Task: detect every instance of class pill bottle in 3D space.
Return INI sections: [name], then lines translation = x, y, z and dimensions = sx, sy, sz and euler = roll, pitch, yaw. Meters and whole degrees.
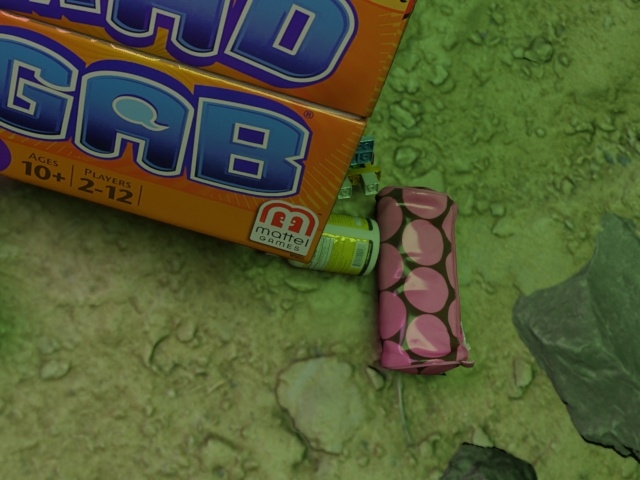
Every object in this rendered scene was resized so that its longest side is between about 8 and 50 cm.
[pill bottle]
translation = 0.000, 0.000, 1.076
dimensions = 0.116, 0.065, 0.065
euler = 9, 74, -17

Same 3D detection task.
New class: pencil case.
[pencil case]
translation = 0.111, 0.042, 1.091
dimensions = 0.098, 0.095, 0.209
euler = -5, 77, 12

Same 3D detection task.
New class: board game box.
[board game box]
translation = -0.108, -0.263, 0.867
dimensions = 0.356, 0.356, 0.357
euler = 16, 47, -6

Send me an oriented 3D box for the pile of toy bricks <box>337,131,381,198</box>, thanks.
[pile of toy bricks]
translation = -0.043, -0.105, 1.079
dimensions = 0.212, 0.118, 0.105
euler = -8, 46, -11
